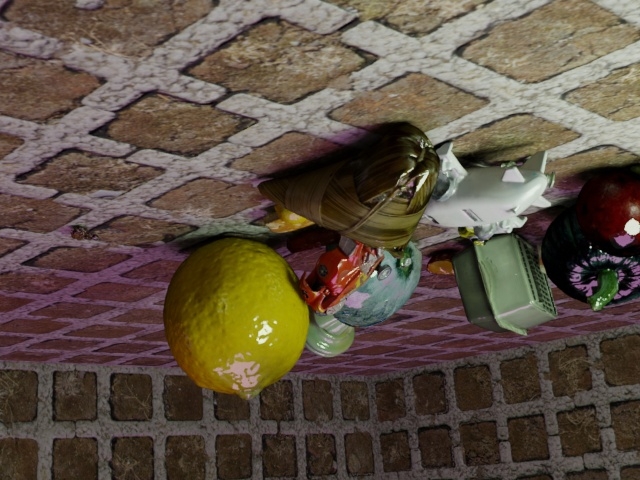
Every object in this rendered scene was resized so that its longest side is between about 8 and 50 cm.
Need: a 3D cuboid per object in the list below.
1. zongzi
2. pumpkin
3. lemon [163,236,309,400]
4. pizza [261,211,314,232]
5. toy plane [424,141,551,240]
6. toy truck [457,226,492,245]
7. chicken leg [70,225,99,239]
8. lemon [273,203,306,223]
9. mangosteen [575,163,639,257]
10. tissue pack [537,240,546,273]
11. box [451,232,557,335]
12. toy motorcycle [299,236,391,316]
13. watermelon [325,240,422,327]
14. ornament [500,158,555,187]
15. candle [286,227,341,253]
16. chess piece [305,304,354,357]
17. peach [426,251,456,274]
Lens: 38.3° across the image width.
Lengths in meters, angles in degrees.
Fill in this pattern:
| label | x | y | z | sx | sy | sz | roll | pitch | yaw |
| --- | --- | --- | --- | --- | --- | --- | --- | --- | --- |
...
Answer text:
| label | x | y | z | sx | sy | sz | roll | pitch | yaw |
| --- | --- | --- | --- | --- | --- | --- | --- | --- | --- |
| zongzi | 0.039 | -0.103 | 1.521 | 0.288 | 0.134 | 0.286 | 18 | 152 | 2 |
| pumpkin | 0.581 | 0.048 | 1.894 | 0.248 | 0.248 | 0.248 | -4 | 165 | -1 |
| lemon | -0.178 | 0.158 | 1.956 | 0.336 | 0.336 | 0.336 | -4 | 165 | -1 |
| pizza | -0.051 | -0.049 | 1.797 | 0.099 | 0.035 | 0.160 | 10 | 159 | -43 |
| toy plane | 0.277 | -0.085 | 1.594 | 0.252 | 0.118 | 0.252 | 13 | 154 | 6 |
| toy truck | 0.317 | -0.040 | 1.883 | 0.077 | 0.076 | 0.111 | 16 | 163 | 1 |
| chicken leg | -0.475 | -0.012 | 1.839 | 0.036 | 0.021 | 0.083 | -17 | 164 | 8 |
| lemon | -0.046 | -0.061 | 1.703 | 0.083 | 0.062 | 0.062 | 0 | 164 | -16 |
| mangosteen | 0.573 | -0.063 | 1.707 | 0.200 | 0.199 | 0.200 | -4 | 165 | -1 |
| tissue pack | 0.625 | 0.022 | 2.140 | 0.148 | 0.092 | 0.196 | 5 | 161 | -33 |
| box | 0.434 | 0.108 | 2.162 | 0.166 | 0.220 | 0.290 | -21 | 160 | 22 |
| toy motorcycle | 0.054 | 0.054 | 1.886 | 0.171 | 0.089 | 0.298 | 5 | 128 | -44 |
| watermelon | 0.140 | 0.092 | 2.078 | 0.175 | 0.188 | 0.322 | -15 | 163 | 38 |
| ornament | 0.369 | -0.121 | 1.631 | 0.092 | 0.041 | 0.068 | 6 | 164 | 31 |
| candle | 0.000 | 0.000 | 1.965 | 0.162 | 0.048 | 0.053 | -13 | 143 | 29 |
| chess piece | 0.066 | 0.200 | 2.577 | 0.176 | 0.175 | 0.298 | 4 | 149 | -28 |
| peach | 0.303 | 0.056 | 2.248 | 0.077 | 0.050 | 0.083 | 31 | 139 | -25 |
